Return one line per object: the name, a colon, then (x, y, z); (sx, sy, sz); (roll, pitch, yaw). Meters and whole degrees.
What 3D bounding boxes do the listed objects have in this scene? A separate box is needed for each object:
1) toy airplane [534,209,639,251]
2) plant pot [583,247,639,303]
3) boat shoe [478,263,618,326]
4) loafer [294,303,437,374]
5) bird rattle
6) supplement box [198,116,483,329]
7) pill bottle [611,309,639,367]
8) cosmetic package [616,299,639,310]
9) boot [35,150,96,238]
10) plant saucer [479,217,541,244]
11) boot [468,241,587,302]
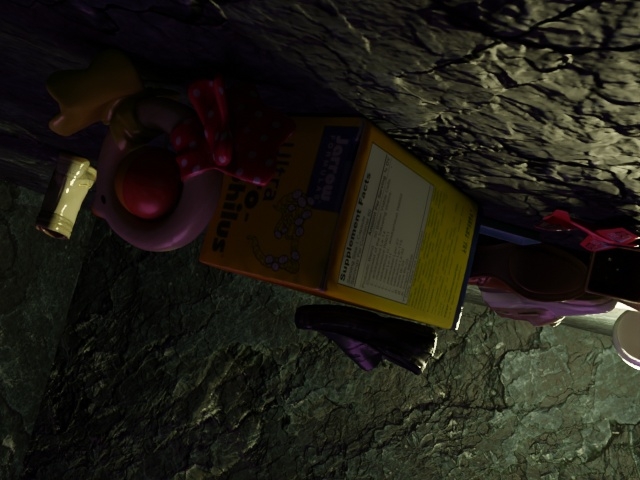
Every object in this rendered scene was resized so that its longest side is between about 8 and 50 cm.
toy airplane: (0.369, -0.013, 0.824); (0.151, 0.028, 0.151); (14, 173, 2)
plant pot: (0.459, 0.047, 0.947); (0.082, 0.081, 0.083); (13, -176, 13)
boat shoe: (0.453, 0.112, 1.200); (0.302, 0.113, 0.103); (6, 127, 58)
loafer: (0.063, 0.134, 0.802); (0.223, 0.078, 0.076); (17, 172, -31)
bird rattle: (-0.159, -0.088, 0.646); (0.254, 0.206, 0.143); (22, -165, 18)
supplement box: (0.049, -0.011, 0.812); (0.195, 0.194, 0.357); (9, 172, 37)
pill bottle: (0.823, 0.246, 1.514); (0.162, 0.162, 0.278); (11, 174, 30)
cosmetic package: (0.532, 0.093, 1.264); (0.099, 0.060, 0.239); (21, 171, -37)
boot: (-0.640, -0.104, 1.523); (0.095, 0.203, 0.262); (17, 172, -16)
plant saucer: (0.267, -0.026, 1.004); (0.192, 0.018, 0.067); (14, 174, -7)
boot: (0.359, 0.057, 1.173); (0.284, 0.108, 0.220); (1, 178, 16)
